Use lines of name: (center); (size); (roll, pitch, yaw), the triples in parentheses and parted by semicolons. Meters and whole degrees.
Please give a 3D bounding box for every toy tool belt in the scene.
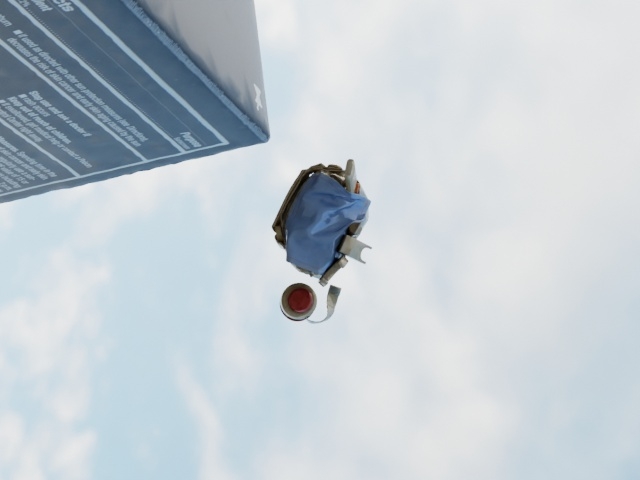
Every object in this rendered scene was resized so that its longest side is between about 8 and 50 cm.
toy tool belt: (0.000, 0.000, 0.910); (0.051, 0.052, 0.083); (131, -22, -79)

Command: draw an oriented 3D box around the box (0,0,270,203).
box: (-0.218, -0.150, 0.992); (0.294, 0.296, 0.183); (-11, -110, 15)
